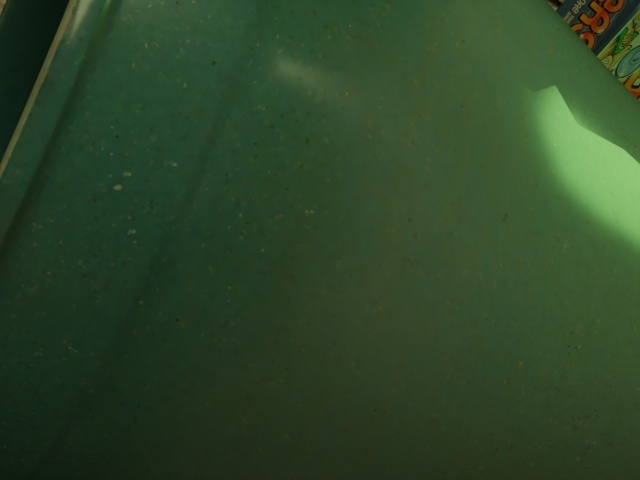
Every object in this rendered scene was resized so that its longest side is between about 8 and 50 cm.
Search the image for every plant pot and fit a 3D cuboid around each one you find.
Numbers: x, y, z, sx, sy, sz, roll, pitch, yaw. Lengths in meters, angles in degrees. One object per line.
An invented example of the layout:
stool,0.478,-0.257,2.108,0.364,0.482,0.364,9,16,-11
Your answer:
plant pot,0.000,0.000,0.555,0.255,0.271,0.271,23,44,-17

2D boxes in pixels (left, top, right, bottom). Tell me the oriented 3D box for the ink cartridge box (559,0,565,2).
ink cartridge box,0.160,-0.241,1.041,0.206,0.045,0.208,30,41,-8

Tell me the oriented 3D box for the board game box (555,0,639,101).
board game box,0.203,-0.120,0.859,0.201,0.136,0.035,-1,48,-52
